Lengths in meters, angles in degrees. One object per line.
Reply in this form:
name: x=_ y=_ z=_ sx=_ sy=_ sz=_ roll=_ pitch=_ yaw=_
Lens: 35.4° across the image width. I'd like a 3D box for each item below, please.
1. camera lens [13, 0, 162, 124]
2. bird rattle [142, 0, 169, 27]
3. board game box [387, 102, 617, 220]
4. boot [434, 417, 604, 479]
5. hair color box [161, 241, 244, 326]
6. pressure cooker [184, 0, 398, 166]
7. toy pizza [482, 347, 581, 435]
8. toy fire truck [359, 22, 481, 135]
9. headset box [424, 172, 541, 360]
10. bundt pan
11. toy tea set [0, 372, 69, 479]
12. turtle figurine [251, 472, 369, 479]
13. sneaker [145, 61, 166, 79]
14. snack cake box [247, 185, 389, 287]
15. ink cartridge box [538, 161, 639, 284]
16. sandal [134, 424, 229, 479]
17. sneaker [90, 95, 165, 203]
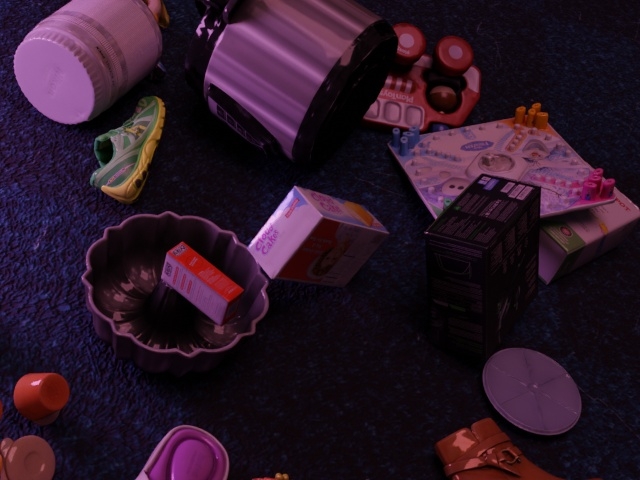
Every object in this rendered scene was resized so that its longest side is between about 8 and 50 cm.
camera lens: x=-0.482 y=-0.397 z=2.119 sx=0.219 sy=0.219 sz=0.274 roll=28 pitch=44 yaw=7
bird rattle: x=-0.462 y=-0.566 z=2.345 sx=0.253 sy=0.143 sz=0.207 roll=5 pitch=43 yaw=-16
board game box: x=0.391 y=-0.171 z=2.219 sx=0.389 sy=0.050 sz=0.390 roll=-11 pitch=37 yaw=-12
boot: x=0.353 y=0.409 z=1.756 sx=0.283 sy=0.109 sz=0.220 roll=-15 pitch=50 yaw=-23
hair color box: x=-0.201 y=0.074 z=1.698 sx=0.141 sy=0.072 sz=0.043 roll=37 pitch=46 yaw=15
pressure cooker: x=-0.089 y=-0.406 z=2.175 sx=0.420 sy=0.370 sz=0.375 roll=35 pitch=41 yaw=9
toy pizza: x=0.403 y=0.292 z=1.925 sx=0.201 sy=0.032 sz=0.201 roll=10 pitch=44 yaw=-10
toy fire truck: x=0.238 y=-0.362 z=2.431 sx=0.302 sy=0.169 sz=0.254 roll=12 pitch=71 yaw=-12
headset box: x=0.319 y=0.056 z=1.947 sx=0.131 sy=0.283 sz=0.246 roll=16 pitch=40 yaw=31
bundt pan: x=-0.262 y=0.108 z=1.781 sx=0.330 sy=0.124 sz=0.331 roll=11 pitch=44 yaw=-11
toy tea set: x=-0.519 y=0.309 z=1.501 sx=0.336 sy=0.124 sz=0.200 roll=-11 pitch=85 yaw=-52
turtle figurine: x=0.016 y=0.467 z=1.565 sx=0.217 sy=0.087 sz=0.269 roll=-8 pitch=42 yaw=-37
sneaker: x=-0.397 y=-0.431 z=2.300 sx=0.073 sy=0.063 sz=0.162 roll=-20 pitch=58 yaw=-39
snack cake box: x=0.000 y=0.000 z=1.888 sx=0.089 sy=0.152 sz=0.264 roll=48 pitch=18 yaw=26
ink cartridge box: x=0.547 y=-0.047 z=2.248 sx=0.278 sy=0.117 sz=0.201 roll=-22 pitch=58 yaw=-35
sandal: x=-0.212 y=0.394 z=1.460 sx=0.169 sy=0.102 sz=0.416 roll=24 pitch=26 yaw=-12
sneaker: x=-0.392 y=-0.204 z=2.046 sx=0.123 sy=0.109 sz=0.296 roll=18 pitch=44 yaw=-9
